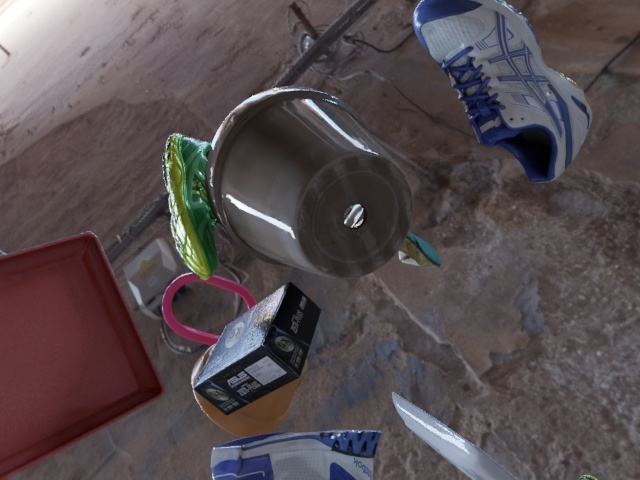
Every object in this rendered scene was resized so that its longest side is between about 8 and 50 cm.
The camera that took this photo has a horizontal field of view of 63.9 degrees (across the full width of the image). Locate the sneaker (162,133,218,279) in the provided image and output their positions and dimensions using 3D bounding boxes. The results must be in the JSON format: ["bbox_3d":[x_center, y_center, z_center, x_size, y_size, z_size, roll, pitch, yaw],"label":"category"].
[{"bbox_3d":[-0.219,-0.073,0.960,0.124,0.295,0.109,-4,-21,-24],"label":"sneaker"}]

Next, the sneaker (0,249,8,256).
[{"bbox_3d":[-0.618,0.056,0.951,0.188,0.066,0.071,-13,-66,29],"label":"sneaker"}]

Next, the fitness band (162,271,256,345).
[{"bbox_3d":[-0.339,0.212,1.582,0.291,0.054,0.209,20,-89,-15],"label":"fitness band"}]

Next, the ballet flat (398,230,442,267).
[{"bbox_3d":[0.311,0.023,1.854,0.123,0.123,0.348,-51,-48,5],"label":"ballet flat"}]

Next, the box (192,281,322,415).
[{"bbox_3d":[-0.099,0.172,0.819,0.077,0.147,0.180,44,-56,-16],"label":"box"}]

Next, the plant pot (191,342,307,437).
[{"bbox_3d":[-0.172,0.351,1.390,0.291,0.291,0.203,19,-61,-38],"label":"plant pot"}]

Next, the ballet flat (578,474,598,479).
[{"bbox_3d":[0.502,0.517,0.889,0.077,0.077,0.231,-6,-98,-26],"label":"ballet flat"}]

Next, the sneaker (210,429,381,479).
[{"bbox_3d":[-0.015,0.411,0.848,0.316,0.182,0.127,12,-26,-35],"label":"sneaker"}]

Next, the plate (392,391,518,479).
[{"bbox_3d":[0.292,0.441,1.042,0.278,0.277,0.045,44,-104,-23],"label":"plate"}]

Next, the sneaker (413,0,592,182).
[{"bbox_3d":[0.233,-0.196,0.666,0.296,0.112,0.131,35,-113,-11],"label":"sneaker"}]

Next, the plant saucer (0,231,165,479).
[{"bbox_3d":[-0.373,0.144,0.664,0.258,0.048,0.259,-22,-96,-39],"label":"plant saucer"}]

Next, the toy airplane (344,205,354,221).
[{"bbox_3d":[-0.013,-0.134,1.531,0.386,0.272,0.384,-21,-59,-19],"label":"toy airplane"}]

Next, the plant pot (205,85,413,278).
[{"bbox_3d":[-0.001,-0.078,0.836,0.323,0.280,0.323,-8,-69,-22],"label":"plant pot"}]
